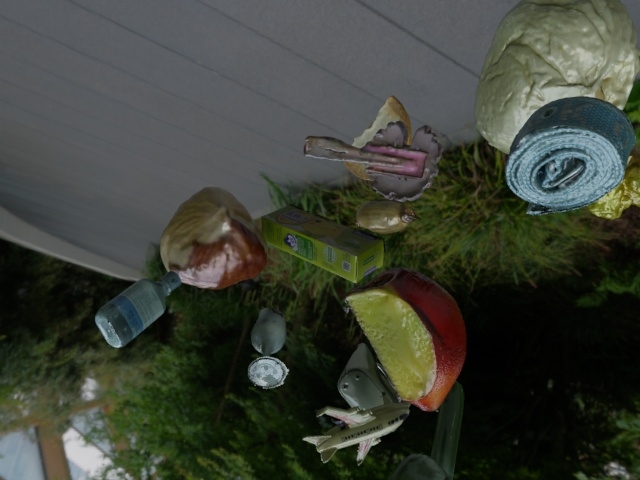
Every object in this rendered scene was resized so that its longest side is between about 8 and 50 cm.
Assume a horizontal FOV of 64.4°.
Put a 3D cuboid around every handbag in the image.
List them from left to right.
[{"bbox_3d":[0.175,0.414,1.485,0.241,0.109,0.315,52,-160,8],"label":"handbag"}]

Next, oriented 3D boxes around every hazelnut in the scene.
[{"bbox_3d":[-0.254,-0.007,1.244,0.260,0.261,0.241,14,152,2],"label":"hazelnut"}]

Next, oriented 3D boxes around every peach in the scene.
[{"bbox_3d":[0.186,0.171,0.924,0.158,0.268,0.154,-23,172,-42],"label":"peach"}]

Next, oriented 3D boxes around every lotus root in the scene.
[{"bbox_3d":[0.121,-0.047,0.957,0.073,0.062,0.150,24,164,-37],"label":"lotus root"}]

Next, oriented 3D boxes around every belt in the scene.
[{"bbox_3d":[0.329,-0.115,0.685,0.148,0.082,0.163,46,150,-23],"label":"belt"}]

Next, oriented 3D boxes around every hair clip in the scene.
[{"bbox_3d":[0.112,-0.184,1.115,0.300,0.173,0.069,14,-172,17],"label":"hair clip"}]

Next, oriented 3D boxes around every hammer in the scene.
[{"bbox_3d":[0.239,0.422,1.021,0.118,0.336,0.207,-10,125,31],"label":"hammer"}]

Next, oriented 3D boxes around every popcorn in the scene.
[{"bbox_3d":[0.667,-0.153,1.161,0.155,0.198,0.197,-23,147,31],"label":"popcorn"}]

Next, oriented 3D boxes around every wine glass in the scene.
[{"bbox_3d":[-0.186,0.377,1.830,0.143,0.144,0.321,17,-157,-13],"label":"wine glass"}]

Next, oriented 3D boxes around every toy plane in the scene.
[{"bbox_3d":[0.094,0.455,1.237,0.242,0.256,0.104,60,178,-33],"label":"toy plane"}]

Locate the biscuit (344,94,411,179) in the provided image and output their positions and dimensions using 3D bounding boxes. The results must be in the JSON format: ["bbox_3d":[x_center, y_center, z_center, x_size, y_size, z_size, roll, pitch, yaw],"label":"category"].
[{"bbox_3d":[0.214,-0.327,1.771,0.040,0.205,0.309,-10,149,-48],"label":"biscuit"}]

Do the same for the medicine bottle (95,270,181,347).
[{"bbox_3d":[-0.372,0.132,1.067,0.053,0.090,0.208,-13,-161,30],"label":"medicine bottle"}]

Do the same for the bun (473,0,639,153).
[{"bbox_3d":[0.500,-0.328,1.056,0.227,0.352,0.349,50,173,48],"label":"bun"}]

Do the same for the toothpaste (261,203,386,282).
[{"bbox_3d":[0.000,0.000,1.271,0.327,0.078,0.110,22,-143,36],"label":"toothpaste"}]
